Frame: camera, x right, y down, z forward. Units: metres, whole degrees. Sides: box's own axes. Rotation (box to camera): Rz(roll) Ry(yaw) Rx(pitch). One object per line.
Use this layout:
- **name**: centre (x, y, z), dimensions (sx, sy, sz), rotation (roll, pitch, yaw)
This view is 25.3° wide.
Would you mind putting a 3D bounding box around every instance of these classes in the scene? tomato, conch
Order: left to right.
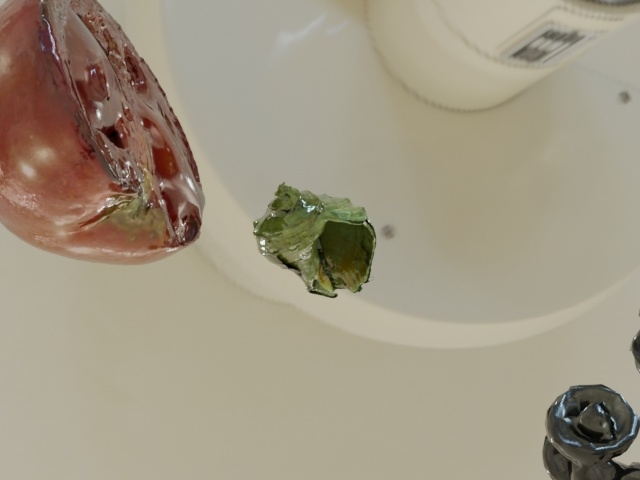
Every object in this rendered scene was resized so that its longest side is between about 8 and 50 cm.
- **tomato**: centre (-0.193, -0.077, 1.057), dimensions (0.139, 0.233, 0.200), rotation (-22, -125, 11)
- **conch**: centre (0.000, 0.000, 1.076), dimensions (0.121, 0.089, 0.074), rotation (60, -142, -34)

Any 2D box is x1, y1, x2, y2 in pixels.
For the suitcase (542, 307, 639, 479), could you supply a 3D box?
- **suitcase**: centre (0.254, 0.228, 0.494), dimensions (0.434, 0.283, 0.194), rotation (31, -123, 27)
